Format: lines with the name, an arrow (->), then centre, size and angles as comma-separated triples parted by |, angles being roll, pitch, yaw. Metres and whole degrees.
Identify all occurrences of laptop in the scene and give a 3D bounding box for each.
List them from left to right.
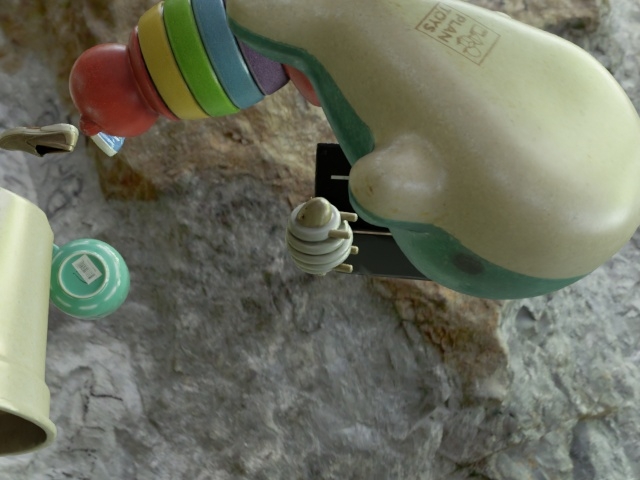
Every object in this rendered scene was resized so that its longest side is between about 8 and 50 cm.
laptop -> 0.117, -0.053, 1.369 | 0.234, 0.136, 0.264 | 4, -86, 23

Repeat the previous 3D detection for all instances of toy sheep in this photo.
toy sheep -> 0.000, 0.000, 0.860 | 0.091, 0.132, 0.091 | -2, -138, 2

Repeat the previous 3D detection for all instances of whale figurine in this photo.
whale figurine -> 0.065, -0.072, 0.444 | 0.272, 0.141, 0.216 | 34, -129, 2

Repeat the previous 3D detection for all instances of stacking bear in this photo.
stacking bear -> -0.157, -0.210, 0.831 | 0.289, 0.164, 0.175 | -19, -107, 8

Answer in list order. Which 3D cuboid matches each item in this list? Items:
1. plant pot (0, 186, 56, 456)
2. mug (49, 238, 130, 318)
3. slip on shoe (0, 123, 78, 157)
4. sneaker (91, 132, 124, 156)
plant pot -> -0.497, 0.096, 0.926 | 0.334, 0.334, 0.305 | -2, -120, 3
mug -> -0.393, 0.060, 1.137 | 0.157, 0.097, 0.129 | 5, -101, -10
slip on shoe -> -0.445, -0.151, 1.098 | 0.135, 0.051, 0.041 | -5, -106, 8
sneaker -> -0.344, -0.202, 1.199 | 0.084, 0.058, 0.152 | -37, -153, 6
